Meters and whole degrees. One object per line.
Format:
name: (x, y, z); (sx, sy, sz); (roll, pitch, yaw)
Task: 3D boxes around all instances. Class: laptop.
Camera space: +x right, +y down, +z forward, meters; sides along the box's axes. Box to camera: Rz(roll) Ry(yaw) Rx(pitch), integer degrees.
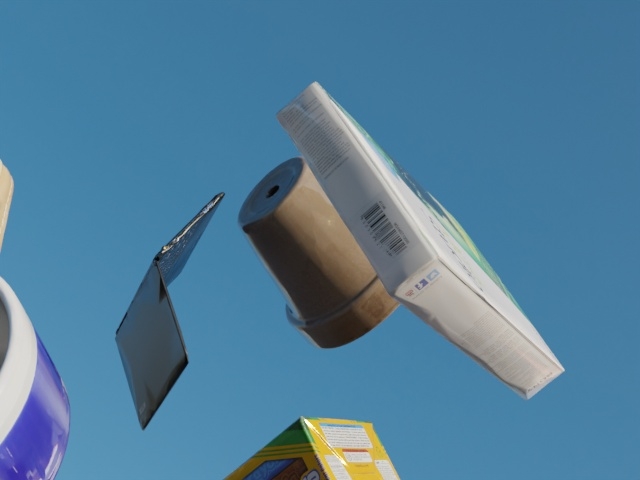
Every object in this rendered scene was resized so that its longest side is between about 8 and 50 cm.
laptop: (-0.203, 0.102, 1.608); (0.136, 0.264, 0.234); (39, -41, 2)

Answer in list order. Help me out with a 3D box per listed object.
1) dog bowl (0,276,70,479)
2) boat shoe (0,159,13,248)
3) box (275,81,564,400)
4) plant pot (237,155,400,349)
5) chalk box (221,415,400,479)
dog bowl: (-0.326, 0.138, 0.816); (0.264, 0.265, 0.104); (0, -47, 21)
boat shoe: (-0.372, 0.078, 1.096); (0.110, 0.341, 0.121); (25, -7, -41)
box: (0.102, 0.009, 1.044); (0.058, 0.232, 0.322); (-38, -36, 9)
plant pot: (0.000, 0.000, 1.684); (0.263, 0.263, 0.229); (-26, -60, 37)
chalk box: (-0.039, 0.401, 1.550); (0.289, 0.179, 0.180); (-40, -30, 22)
